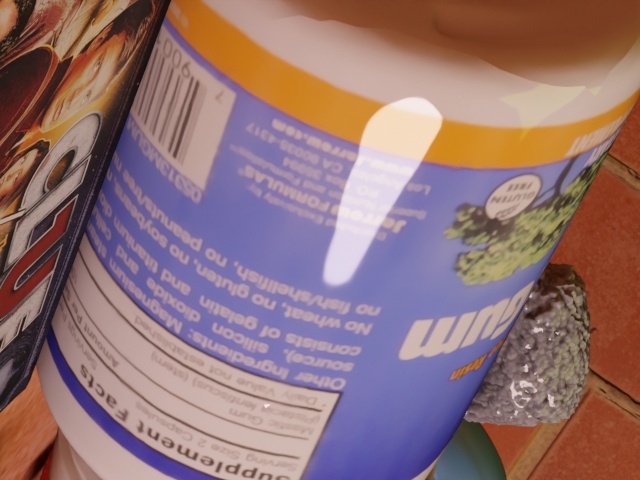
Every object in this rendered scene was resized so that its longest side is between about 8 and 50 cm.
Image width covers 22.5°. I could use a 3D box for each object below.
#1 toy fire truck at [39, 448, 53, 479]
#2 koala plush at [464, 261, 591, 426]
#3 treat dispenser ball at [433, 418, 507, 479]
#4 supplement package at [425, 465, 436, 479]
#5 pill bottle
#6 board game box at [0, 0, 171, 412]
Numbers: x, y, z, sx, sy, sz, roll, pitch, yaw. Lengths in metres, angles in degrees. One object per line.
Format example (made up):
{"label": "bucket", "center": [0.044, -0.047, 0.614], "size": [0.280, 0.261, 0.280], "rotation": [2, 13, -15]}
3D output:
{"label": "toy fire truck", "center": [-0.154, 0.220, 0.839], "size": [0.135, 0.047, 0.192], "rotation": [120, -13, -55]}
{"label": "koala plush", "center": [0.000, 0.000, 0.724], "size": [0.196, 0.203, 0.221], "rotation": [-37, 144, -29]}
{"label": "treat dispenser ball", "center": [0.021, 0.242, 1.384], "size": [0.288, 0.288, 0.288], "rotation": [-54, 173, -10]}
{"label": "supplement package", "center": [-0.027, 0.158, 0.913], "size": [0.262, 0.145, 0.204], "rotation": [-70, 178, -60]}
{"label": "pill bottle", "center": [-0.009, 0.002, 0.525], "size": [0.152, 0.152, 0.272], "rotation": [-48, 164, -47]}
{"label": "board game box", "center": [-0.109, 0.004, 0.389], "size": [0.165, 0.042, 0.243], "rotation": [-49, 171, -44]}
